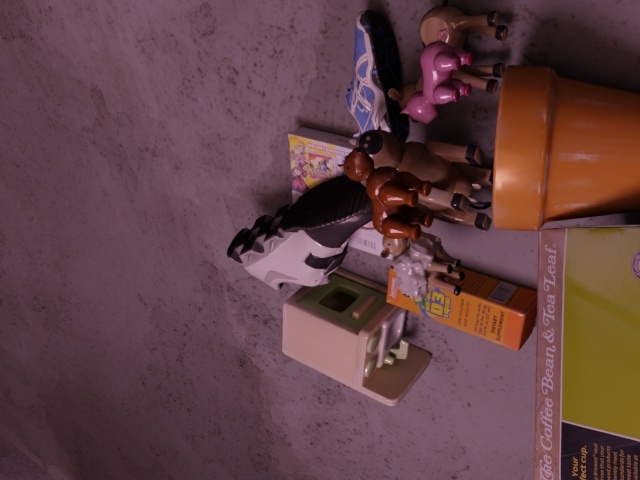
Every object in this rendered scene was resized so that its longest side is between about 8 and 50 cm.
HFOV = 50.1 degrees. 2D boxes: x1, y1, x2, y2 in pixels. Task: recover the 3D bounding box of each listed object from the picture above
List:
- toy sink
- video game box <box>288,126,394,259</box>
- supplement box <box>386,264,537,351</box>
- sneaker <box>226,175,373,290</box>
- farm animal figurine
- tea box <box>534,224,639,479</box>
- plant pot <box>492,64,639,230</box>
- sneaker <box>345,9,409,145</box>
[{"bbox_3d":[0.070,0.158,1.212,0.234,0.153,0.131,23,128,27],"label":"toy sink"},{"bbox_3d":[0.043,-0.082,1.156,0.205,0.048,0.187,18,129,28],"label":"video game box"},{"bbox_3d":[0.224,0.093,1.104,0.233,0.080,0.078,19,125,30],"label":"supplement box"},{"bbox_3d":[0.000,0.000,1.145,0.330,0.122,0.146,-22,121,44],"label":"sneaker"},{"bbox_3d":[0.136,-0.126,0.941,0.172,0.330,0.327,16,157,35],"label":"farm animal figurine"},{"bbox_3d":[0.430,0.147,0.752,0.323,0.220,0.329,2,90,52],"label":"tea box"},{"bbox_3d":[0.317,-0.109,0.837,0.188,0.205,0.205,5,120,18],"label":"plant pot"},{"bbox_3d":[0.072,-0.231,1.016,0.081,0.080,0.211,7,120,32],"label":"sneaker"}]
